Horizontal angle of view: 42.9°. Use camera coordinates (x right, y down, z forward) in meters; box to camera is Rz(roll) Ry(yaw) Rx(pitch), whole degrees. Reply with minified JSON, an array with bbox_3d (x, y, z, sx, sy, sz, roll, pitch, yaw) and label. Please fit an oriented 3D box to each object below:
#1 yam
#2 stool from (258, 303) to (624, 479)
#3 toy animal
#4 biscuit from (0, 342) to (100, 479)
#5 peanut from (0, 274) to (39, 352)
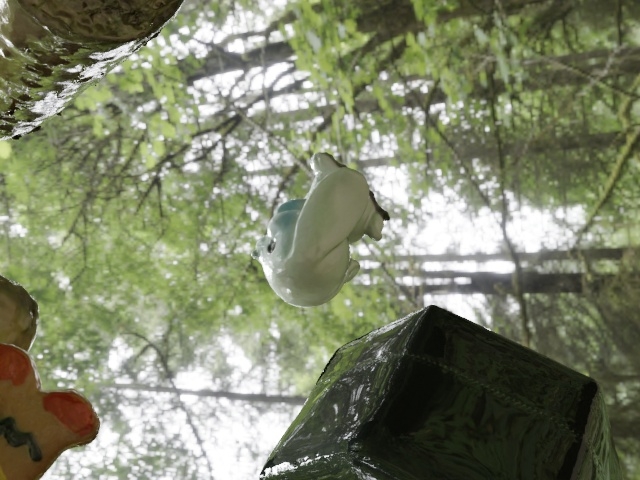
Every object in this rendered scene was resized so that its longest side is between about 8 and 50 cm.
[{"bbox_3d":[-0.178,-0.150,0.520,0.128,0.238,0.129,-35,-75,-35],"label":"yam"},{"bbox_3d":[0.088,0.166,0.557,0.141,0.232,0.232,-54,-47,-39],"label":"stool"},{"bbox_3d":[0.007,0.001,1.484,0.289,0.174,0.249,-63,-24,-22],"label":"toy animal"},{"bbox_3d":[-0.336,0.236,0.801,0.250,0.165,0.036,-55,-1,-9],"label":"biscuit"},{"bbox_3d":[-0.457,0.110,1.075,0.159,0.109,0.140,25,-124,-33],"label":"peanut"}]
